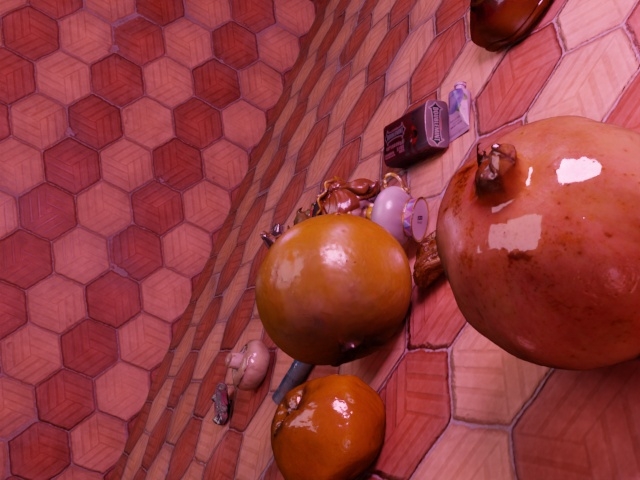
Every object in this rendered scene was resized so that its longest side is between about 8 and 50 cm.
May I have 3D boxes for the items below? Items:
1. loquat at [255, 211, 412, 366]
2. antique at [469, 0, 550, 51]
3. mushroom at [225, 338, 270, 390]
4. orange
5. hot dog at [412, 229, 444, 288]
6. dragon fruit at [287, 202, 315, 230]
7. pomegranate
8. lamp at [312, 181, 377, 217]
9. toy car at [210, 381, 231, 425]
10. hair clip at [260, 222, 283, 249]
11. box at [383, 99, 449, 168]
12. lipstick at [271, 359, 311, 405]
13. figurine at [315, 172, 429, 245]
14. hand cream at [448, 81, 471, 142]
[{"bbox_3d":[0.020,0.081,1.473,0.328,0.329,0.359,-50,48,35],"label":"loquat"},{"bbox_3d":[0.434,-0.559,1.593,0.278,0.129,0.223,-43,29,51],"label":"antique"},{"bbox_3d":[-0.215,0.359,2.077,0.154,0.123,0.154,-159,90,-76],"label":"mushroom"},{"bbox_3d":[0.006,0.370,1.361,0.249,0.183,0.249,-54,19,28],"label":"orange"},{"bbox_3d":[0.232,0.033,1.416,0.147,0.065,0.099,-50,16,39],"label":"hot dog"},{"bbox_3d":[-0.023,0.008,2.050,0.137,0.135,0.235,147,123,-72],"label":"dragon fruit"},{"bbox_3d":[0.292,-0.009,0.902,0.338,0.338,0.338,-52,21,29],"label":"pomegranate"},{"bbox_3d":[0.070,-0.007,1.831,0.181,0.182,0.313,-83,-6,-47],"label":"lamp"},{"bbox_3d":[-0.306,0.508,2.218,0.069,0.055,0.142,-61,27,33],"label":"toy car"},{"bbox_3d":[-0.094,0.092,2.021,0.106,0.085,0.292,-7,101,67],"label":"hair clip"},{"bbox_3d":[0.234,-0.259,1.764,0.224,0.069,0.120,164,107,-67],"label":"box"},{"bbox_3d":[-0.067,0.348,1.806,0.157,0.048,0.048,-59,18,11],"label":"lipstick"},{"bbox_3d":[0.105,-0.062,1.602,0.264,0.142,0.189,8,91,30],"label":"figurine"},{"bbox_3d":[0.325,-0.308,1.673,0.084,0.053,0.142,145,138,-61],"label":"hand cream"}]
